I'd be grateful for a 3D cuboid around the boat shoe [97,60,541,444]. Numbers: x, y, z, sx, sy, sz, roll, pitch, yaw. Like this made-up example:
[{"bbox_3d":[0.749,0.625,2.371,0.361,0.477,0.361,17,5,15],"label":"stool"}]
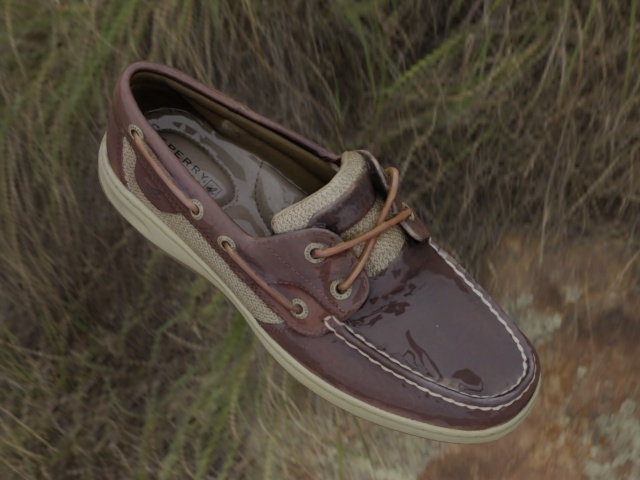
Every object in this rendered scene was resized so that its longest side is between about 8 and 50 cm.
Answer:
[{"bbox_3d":[0.000,0.000,0.973,0.342,0.123,0.123,38,62,11],"label":"boat shoe"}]
